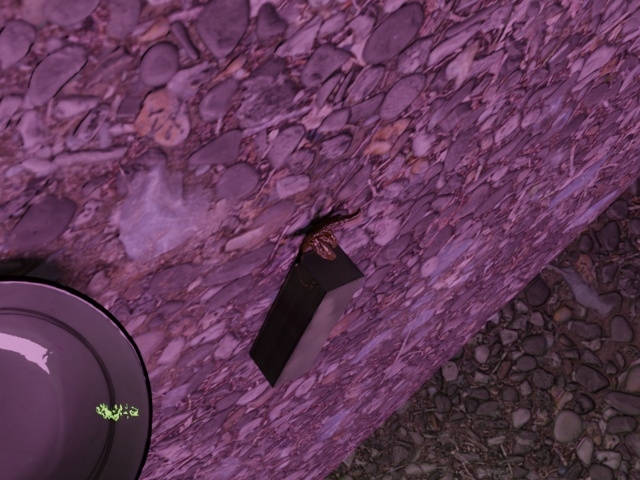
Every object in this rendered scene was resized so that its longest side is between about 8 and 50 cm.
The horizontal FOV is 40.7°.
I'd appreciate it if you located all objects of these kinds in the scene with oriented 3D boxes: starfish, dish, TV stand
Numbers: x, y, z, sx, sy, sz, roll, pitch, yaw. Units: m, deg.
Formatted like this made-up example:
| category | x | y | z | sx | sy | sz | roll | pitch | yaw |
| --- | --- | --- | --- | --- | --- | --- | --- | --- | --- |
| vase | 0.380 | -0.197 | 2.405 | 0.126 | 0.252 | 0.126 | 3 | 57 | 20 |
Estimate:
| category | x | y | z | sx | sy | sz | roll | pitch | yaw |
| --- | --- | --- | --- | --- | --- | --- | --- | --- | --- |
| starfish | -0.003 | -0.005 | 1.241 | 0.130 | 0.041 | 0.133 | -32 | 156 | -38 |
| dish | -0.329 | 0.187 | 0.868 | 0.316 | 0.317 | 0.106 | -24 | -163 | -36 |
| TV stand | -0.027 | 0.124 | 1.401 | 0.088 | 0.083 | 0.270 | -20 | 151 | -38 |
